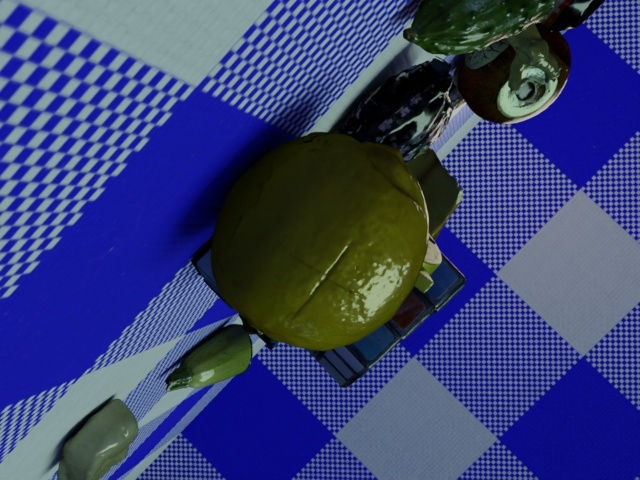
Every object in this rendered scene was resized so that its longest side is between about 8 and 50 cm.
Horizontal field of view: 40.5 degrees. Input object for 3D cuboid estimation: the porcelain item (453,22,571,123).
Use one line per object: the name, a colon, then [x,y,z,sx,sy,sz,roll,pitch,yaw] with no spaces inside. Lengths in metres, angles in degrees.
porcelain item: [0.410,-0.386,1.886,0.253,0.253,0.253,-45,174,-6]

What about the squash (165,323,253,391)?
squash: [-0.263,0.304,2.116,0.137,0.137,0.287,-48,171,24]

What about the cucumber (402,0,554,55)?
cucumber: [0.206,-0.323,1.206,0.244,0.134,0.134,-32,168,-27]

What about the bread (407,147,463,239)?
bread: [0.212,-0.073,2.371,0.245,0.233,0.361,-41,168,-27]

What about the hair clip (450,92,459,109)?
hair clip: [0.173,-0.219,1.827,0.278,0.090,0.137,-50,178,3]

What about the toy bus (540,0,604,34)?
toy bus: [0.535,-0.553,1.719,0.302,0.147,0.127,-46,174,-12]

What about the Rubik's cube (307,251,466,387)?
Rubik's cube: [0.088,0.121,2.175,0.359,0.363,0.362,-39,176,-19]

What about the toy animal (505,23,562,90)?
toy animal: [0.402,-0.391,1.711,0.101,0.218,0.103,-40,-166,-24]

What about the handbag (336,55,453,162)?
handbag: [0.131,-0.201,1.434,0.229,0.126,0.208,-39,175,7]

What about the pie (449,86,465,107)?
pie: [0.358,-0.368,2.140,0.195,0.046,0.195,-34,180,0]

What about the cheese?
cheese: [-0.453,0.419,1.746,0.159,0.093,0.263,-45,173,-39]

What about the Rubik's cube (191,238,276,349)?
Rubik's cube: [-0.083,0.051,1.387,0.167,0.180,0.183,-44,172,-12]

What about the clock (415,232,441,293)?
clock: [0.101,-0.049,1.481,0.071,0.277,0.293,-49,-162,16]

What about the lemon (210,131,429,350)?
lemon: [0.000,-0.001,1.167,0.297,0.297,0.297,-45,174,-6]
